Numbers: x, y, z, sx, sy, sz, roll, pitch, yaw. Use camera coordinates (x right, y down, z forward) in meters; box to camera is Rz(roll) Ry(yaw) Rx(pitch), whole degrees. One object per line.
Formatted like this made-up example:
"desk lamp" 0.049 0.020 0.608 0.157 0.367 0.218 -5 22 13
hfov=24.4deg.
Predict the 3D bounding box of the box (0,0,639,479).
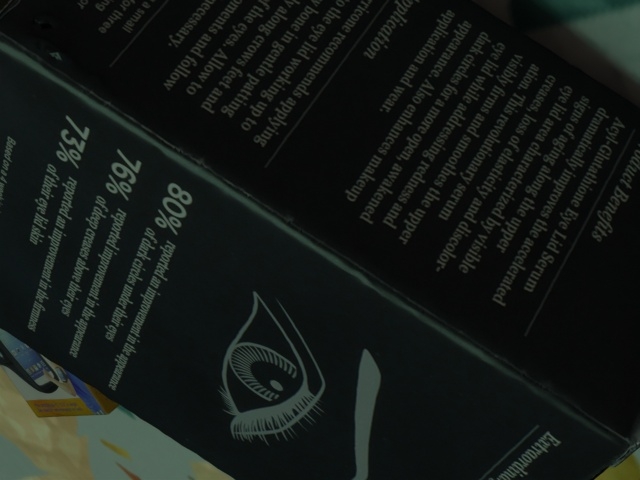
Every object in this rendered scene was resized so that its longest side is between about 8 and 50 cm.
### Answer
"box" 0.000 0.000 0.467 0.207 0.108 0.153 33 146 0

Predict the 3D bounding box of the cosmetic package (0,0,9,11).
"cosmetic package" -0.247 -0.205 0.451 0.385 0.156 0.217 24 168 26

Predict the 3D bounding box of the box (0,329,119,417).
"box" -0.161 0.034 0.781 0.081 0.028 0.136 -11 118 52
